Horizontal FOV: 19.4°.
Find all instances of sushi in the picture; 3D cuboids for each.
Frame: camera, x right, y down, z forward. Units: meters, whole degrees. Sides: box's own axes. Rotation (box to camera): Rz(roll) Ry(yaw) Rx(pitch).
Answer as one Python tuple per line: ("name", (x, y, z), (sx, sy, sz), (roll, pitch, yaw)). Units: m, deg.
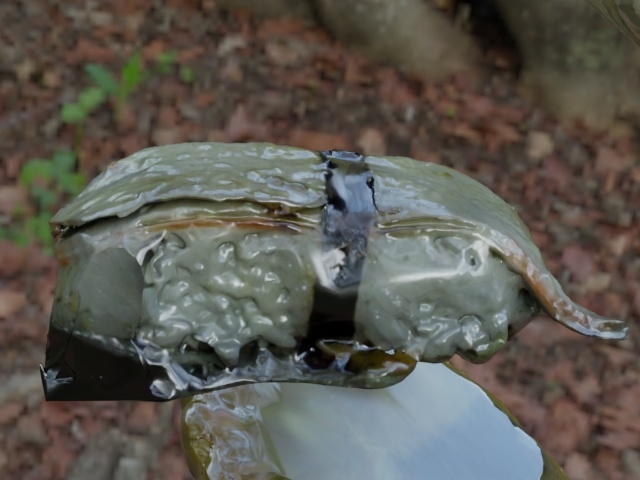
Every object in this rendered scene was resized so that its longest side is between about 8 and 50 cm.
("sushi", (0.007, 0.005, 0.895), (0.273, 0.109, 0.134), (-2, 18, 12))

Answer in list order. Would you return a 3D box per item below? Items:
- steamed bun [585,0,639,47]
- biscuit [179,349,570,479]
("steamed bun", (0.206, -0.210, 1.010), (0.203, 0.276, 0.289), (-32, 17, -11))
("biscuit", (0.038, 0.168, 1.414), (0.329, 0.078, 0.335), (30, 36, 1))
